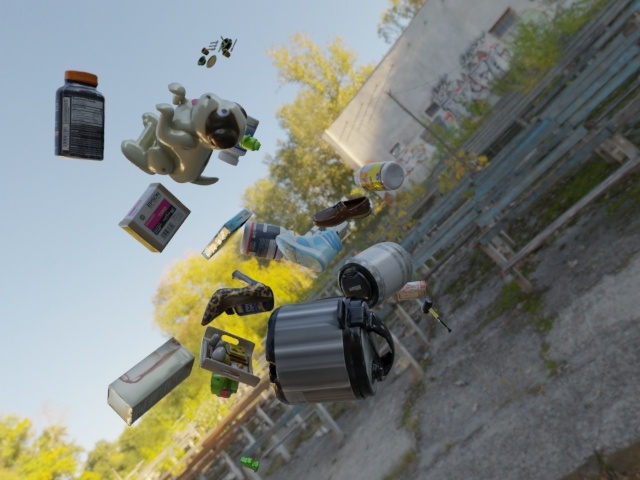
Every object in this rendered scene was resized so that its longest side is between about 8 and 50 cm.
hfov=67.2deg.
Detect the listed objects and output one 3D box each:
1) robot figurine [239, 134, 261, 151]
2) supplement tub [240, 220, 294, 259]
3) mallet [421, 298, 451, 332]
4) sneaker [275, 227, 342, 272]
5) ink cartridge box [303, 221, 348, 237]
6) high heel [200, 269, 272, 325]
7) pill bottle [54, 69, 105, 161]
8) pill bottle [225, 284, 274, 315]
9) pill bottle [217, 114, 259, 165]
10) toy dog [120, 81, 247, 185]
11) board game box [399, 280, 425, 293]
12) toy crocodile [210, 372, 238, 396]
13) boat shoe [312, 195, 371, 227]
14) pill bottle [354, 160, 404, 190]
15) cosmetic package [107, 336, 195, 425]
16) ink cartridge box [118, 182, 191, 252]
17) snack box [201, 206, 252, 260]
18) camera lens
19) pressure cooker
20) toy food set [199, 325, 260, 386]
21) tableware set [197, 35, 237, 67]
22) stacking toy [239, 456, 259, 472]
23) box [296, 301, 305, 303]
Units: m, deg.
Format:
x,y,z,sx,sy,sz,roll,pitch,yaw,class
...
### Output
x,y,z,sx,sy,sz,roll,pitch,yaw,class
-0.357,-0.486,2.403,0.101,0.115,0.067,66,-136,-76,robot figurine
-0.297,0.004,2.667,0.191,0.272,0.191,-169,90,-79,supplement tub
0.488,0.310,2.009,0.039,0.189,0.062,1,-68,-26,mallet
-0.035,0.012,2.123,0.208,0.319,0.127,-40,-44,-27,sneaker
0.000,0.000,2.387,0.273,0.115,0.198,-43,-11,-12,ink cartridge box
-0.314,0.246,1.816,0.261,0.186,0.093,-55,-15,-28,high heel
-0.686,-0.354,1.377,0.130,0.130,0.246,-13,-72,-73,pill bottle
-0.332,0.283,2.223,0.219,0.123,0.123,-12,0,16,pill bottle
-0.441,-0.538,2.538,0.272,0.152,0.152,-64,-13,10,pill bottle
-0.462,-0.380,1.781,0.407,0.395,0.285,-23,28,30,toy dog
0.463,0.260,2.460,0.146,0.045,0.193,-8,-21,9,board game box
-0.409,0.619,2.038,0.340,0.115,0.105,110,171,-64,toy crocodile
0.060,-0.089,1.400,0.177,0.064,0.060,-15,-42,-3,boat shoe
0.236,-0.262,1.992,0.117,0.117,0.215,-40,22,-24,pill bottle
-0.625,0.517,1.790,0.296,0.129,0.153,-38,-19,-47,cosmetic package
-0.689,-0.094,2.020,0.088,0.193,0.235,3,55,44,ink cartridge box
-0.499,-0.033,2.556,0.322,0.060,0.187,-42,3,44,snack box
0.223,0.142,1.967,0.274,0.219,0.219,-26,-18,-44,camera lens
0.052,0.390,1.713,0.420,0.376,0.370,-9,-6,13,pressure cooker
-0.344,0.435,1.863,0.092,0.219,0.306,-63,15,8,toy food set
-0.330,-0.590,1.510,0.024,0.154,0.104,29,-99,-48,tableware set
-0.154,0.714,1.316,0.052,0.221,0.167,-64,-4,25,stacking toy
-0.081,0.311,2.247,0.083,0.018,0.067,2,19,26,box
